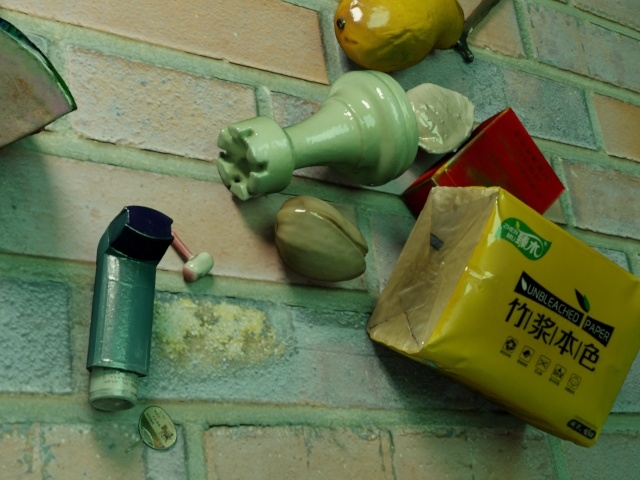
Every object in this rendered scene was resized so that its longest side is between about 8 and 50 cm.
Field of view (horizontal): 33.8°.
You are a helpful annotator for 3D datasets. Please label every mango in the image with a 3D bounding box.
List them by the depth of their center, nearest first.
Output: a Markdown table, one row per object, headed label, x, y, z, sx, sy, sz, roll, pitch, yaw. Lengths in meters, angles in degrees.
| label | x | y | z | sx | sy | sz | roll | pitch | yaw |
| --- | --- | --- | --- | --- | --- | --- | --- | --- | --- |
| mango | 0.146 | -0.414 | 1.942 | 0.359 | 0.144 | 0.187 | -31 | 101 | -49 |

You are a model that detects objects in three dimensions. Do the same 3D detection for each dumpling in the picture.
| label | x | y | z | sx | sy | sz | roll | pitch | yaw |
| --- | --- | --- | --- | --- | --- | --- | --- | --- | --- |
| dumpling | 0.200 | -0.209 | 1.907 | 0.176 | 0.092 | 0.150 | 5 | 54 | -39 |

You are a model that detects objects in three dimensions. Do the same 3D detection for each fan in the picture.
| label | x | y | z | sx | sy | sz | roll | pitch | yaw |
| --- | --- | --- | --- | --- | --- | --- | --- | --- | --- |
| fan | -0.221 | 0.262 | 1.408 | 0.060 | 0.003 | 0.080 | 35 | 51 | -18 |

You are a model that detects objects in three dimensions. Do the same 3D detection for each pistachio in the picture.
| label | x | y | z | sx | sy | sz | roll | pitch | yaw |
| --- | --- | --- | --- | --- | --- | --- | --- | --- | --- |
| pistachio | 0.000 | 0.000 | 1.630 | 0.184 | 0.124 | 0.125 | 23 | 56 | -31 |

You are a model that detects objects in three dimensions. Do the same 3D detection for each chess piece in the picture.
| label | x | y | z | sx | sy | sz | roll | pitch | yaw |
| --- | --- | --- | --- | --- | --- | --- | --- | --- | --- |
| chess piece | -0.012 | -0.156 | 1.673 | 0.299 | 0.194 | 0.195 | -18 | 80 | -33 |

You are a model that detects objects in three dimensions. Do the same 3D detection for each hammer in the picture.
| label | x | y | z | sx | sy | sz | roll | pitch | yaw |
| --- | --- | --- | --- | --- | --- | --- | --- | --- | --- |
| hammer | -0.195 | 0.018 | 1.533 | 0.083 | 0.031 | 0.052 | 50 | 44 | 1 |
| hammer | 0.337 | -0.481 | 2.199 | 0.125 | 0.027 | 0.297 | 53 | 47 | -11 |

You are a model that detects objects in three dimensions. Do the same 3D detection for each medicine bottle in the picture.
| label | x | y | z | sx | sy | sz | roll | pitch | yaw |
| --- | --- | --- | --- | --- | --- | --- | --- | --- | --- |
| medicine bottle | -0.258 | 0.089 | 1.387 | 0.079 | 0.124 | 0.259 | 18 | 61 | -32 |

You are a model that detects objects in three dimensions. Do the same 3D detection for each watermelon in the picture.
| label | x | y | z | sx | sy | sz | roll | pitch | yaw |
| --- | --- | --- | --- | --- | --- | --- | --- | --- | --- |
| watermelon | -0.495 | -0.216 | 1.343 | 0.292 | 0.319 | 0.222 | 55 | 12 | -11 |

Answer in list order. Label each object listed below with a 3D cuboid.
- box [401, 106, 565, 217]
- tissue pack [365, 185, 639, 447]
| label | x | y | z | sx | sy | sz | roll | pitch | yaw |
| --- | --- | --- | --- | --- | --- | --- | --- | --- | --- |
| box | 0.306 | -0.090 | 1.938 | 0.197 | 0.089 | 0.313 | 55 | 47 | -6 |
| tissue pack | 0.315 | 0.118 | 1.703 | 0.381 | 0.228 | 0.293 | 30 | 82 | -22 |
